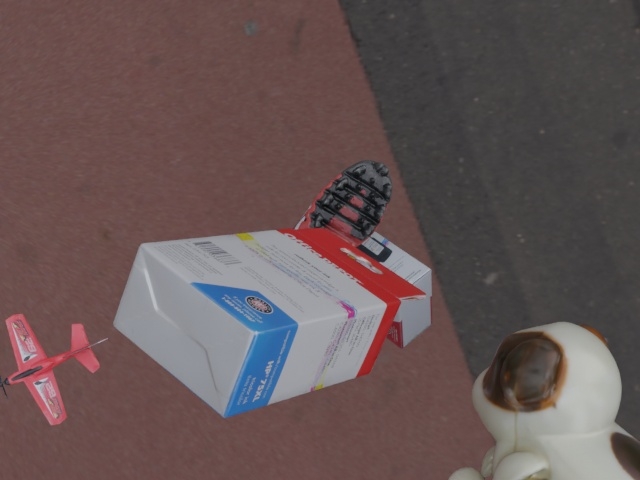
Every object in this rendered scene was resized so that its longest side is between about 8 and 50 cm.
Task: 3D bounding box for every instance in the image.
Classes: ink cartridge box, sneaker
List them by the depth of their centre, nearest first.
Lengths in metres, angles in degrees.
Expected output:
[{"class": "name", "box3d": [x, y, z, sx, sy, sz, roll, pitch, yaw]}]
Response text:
[{"class": "ink cartridge box", "box3d": [-0.033, 0.056, 0.865, 0.231, 0.134, 0.078, -6, 123, -52]}, {"class": "sneaker", "box3d": [-0.001, 0.000, 1.521, 0.097, 0.135, 0.276, 35, 89, -12]}, {"class": "ink cartridge box", "box3d": [0.081, 0.060, 1.599, 0.072, 0.175, 0.127, -37, 142, -25]}]

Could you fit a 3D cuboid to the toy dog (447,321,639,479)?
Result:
[{"class": "toy dog", "box3d": [0.354, 0.316, 1.481, 0.284, 0.395, 0.408, -11, 74, -43]}]

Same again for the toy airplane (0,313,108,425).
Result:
[{"class": "toy airplane", "box3d": [-0.344, 0.154, 1.362, 0.151, 0.028, 0.151, 7, 75, -28]}]
